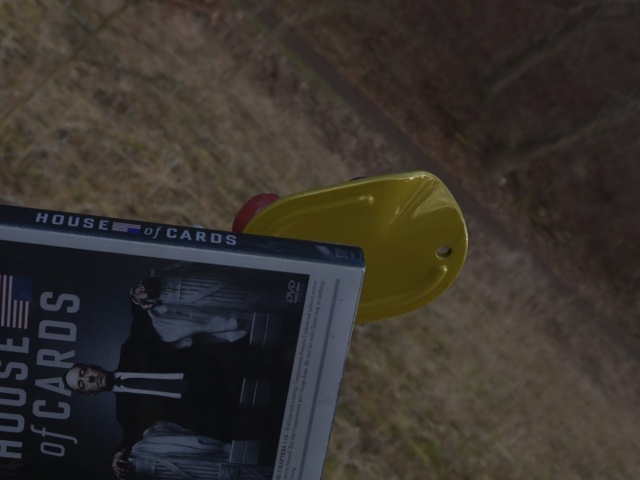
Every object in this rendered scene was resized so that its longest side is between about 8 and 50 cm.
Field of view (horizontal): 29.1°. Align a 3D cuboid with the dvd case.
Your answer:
[{"bbox_3d":[-0.107,0.071,0.695,0.239,0.179,0.029,6,27,-8],"label":"dvd case"}]

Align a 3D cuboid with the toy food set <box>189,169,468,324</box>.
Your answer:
[{"bbox_3d":[0.000,0.000,0.949,0.071,0.218,0.128,-102,-179,-56],"label":"toy food set"}]
